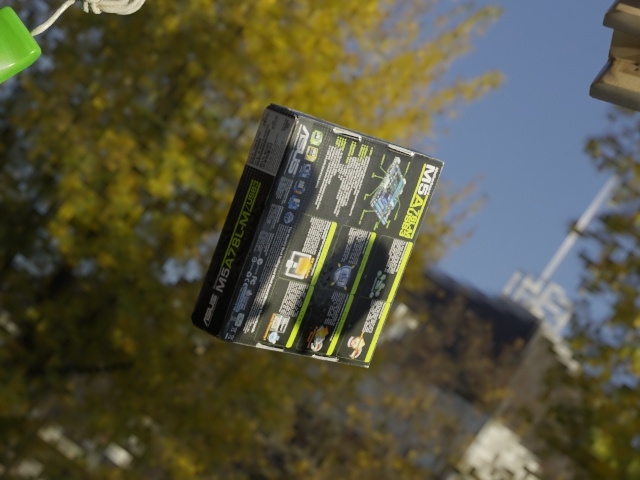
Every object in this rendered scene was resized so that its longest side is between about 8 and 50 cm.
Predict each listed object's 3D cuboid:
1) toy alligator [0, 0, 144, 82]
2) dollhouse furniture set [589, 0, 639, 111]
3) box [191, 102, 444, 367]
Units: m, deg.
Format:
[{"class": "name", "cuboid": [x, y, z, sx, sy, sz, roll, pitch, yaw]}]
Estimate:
[{"class": "toy alligator", "cuboid": [-0.153, -0.064, 0.764, 0.056, 0.190, 0.051, 55, -4, 9]}, {"class": "dollhouse furniture set", "cuboid": [0.271, -0.162, 0.891, 0.242, 0.161, 0.212, 18, -56, 17]}, {"class": "box", "cuboid": [0.000, 0.000, 1.550, 0.045, 0.190, 0.184, 25, 8, 41]}]
